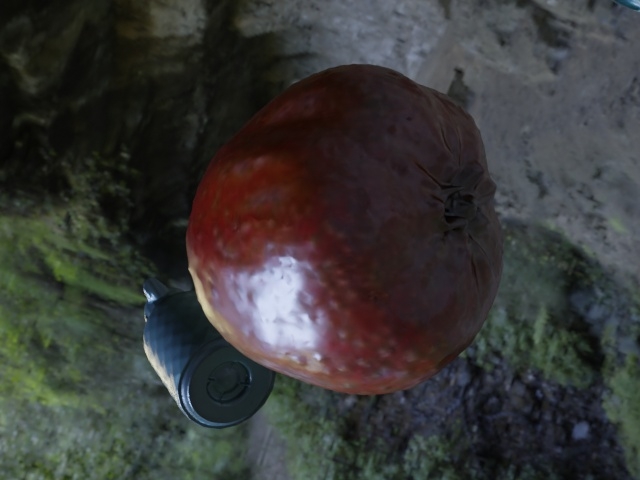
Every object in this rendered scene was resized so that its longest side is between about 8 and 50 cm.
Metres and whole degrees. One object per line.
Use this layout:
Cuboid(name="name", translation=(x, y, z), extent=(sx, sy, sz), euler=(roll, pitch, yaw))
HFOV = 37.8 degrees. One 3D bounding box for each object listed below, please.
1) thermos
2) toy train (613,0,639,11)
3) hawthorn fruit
Cuboid(name="thermos", translation=(-0.175, 0.161, 1.377), extent=(0.145, 0.182, 0.286), euler=(-36, 29, -11))
Cuboid(name="toy train", translation=(0.268, -0.413, 1.045), extent=(0.088, 0.407, 0.086), euler=(-31, 13, 3))
Cuboid(name="hawthorn fruit", translation=(0.000, 0.000, 0.847), extent=(0.330, 0.287, 0.287), euler=(-14, 50, 40))
